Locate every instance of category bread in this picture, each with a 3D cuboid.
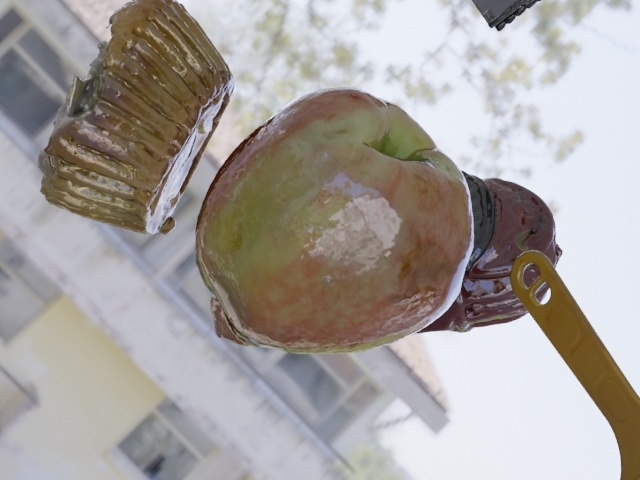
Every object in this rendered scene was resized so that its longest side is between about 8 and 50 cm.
[{"bbox_3d":[-0.196,-0.138,1.606,0.149,0.274,0.274,25,-6,5],"label":"bread"}]

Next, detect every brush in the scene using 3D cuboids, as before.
[{"bbox_3d":[0.215,0.111,1.066,0.013,0.103,0.272,8,41,-44],"label":"brush"}]

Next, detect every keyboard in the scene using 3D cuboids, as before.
[{"bbox_3d":[0.203,-0.338,1.708,0.027,0.106,0.317,44,16,-28],"label":"keyboard"}]

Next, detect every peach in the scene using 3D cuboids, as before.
[{"bbox_3d":[0.000,0.000,1.256,0.232,0.256,0.232,32,25,-17],"label":"peach"}]

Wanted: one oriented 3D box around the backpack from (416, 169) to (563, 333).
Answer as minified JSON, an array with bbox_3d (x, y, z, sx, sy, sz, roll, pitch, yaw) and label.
[{"bbox_3d":[0.174,0.015,1.692,0.229,0.229,0.139,42,-19,41],"label":"backpack"}]
